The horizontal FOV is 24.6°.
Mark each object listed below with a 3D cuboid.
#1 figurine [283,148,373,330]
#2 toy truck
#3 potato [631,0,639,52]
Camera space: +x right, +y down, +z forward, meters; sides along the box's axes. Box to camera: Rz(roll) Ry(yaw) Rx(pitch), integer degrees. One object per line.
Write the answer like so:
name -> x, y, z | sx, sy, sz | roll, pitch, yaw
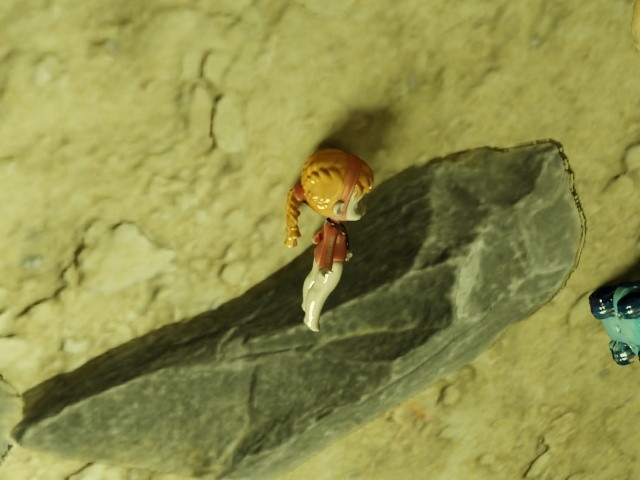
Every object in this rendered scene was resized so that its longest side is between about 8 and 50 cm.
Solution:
figurine -> 0.000, 0.000, 0.851 | 0.047, 0.064, 0.109 | 7, 113, -10
toy truck -> 0.240, 0.045, 1.021 | 0.090, 0.073, 0.056 | -29, 103, -20
potato -> 0.249, -0.154, 0.843 | 0.147, 0.112, 0.112 | -51, 133, 4
